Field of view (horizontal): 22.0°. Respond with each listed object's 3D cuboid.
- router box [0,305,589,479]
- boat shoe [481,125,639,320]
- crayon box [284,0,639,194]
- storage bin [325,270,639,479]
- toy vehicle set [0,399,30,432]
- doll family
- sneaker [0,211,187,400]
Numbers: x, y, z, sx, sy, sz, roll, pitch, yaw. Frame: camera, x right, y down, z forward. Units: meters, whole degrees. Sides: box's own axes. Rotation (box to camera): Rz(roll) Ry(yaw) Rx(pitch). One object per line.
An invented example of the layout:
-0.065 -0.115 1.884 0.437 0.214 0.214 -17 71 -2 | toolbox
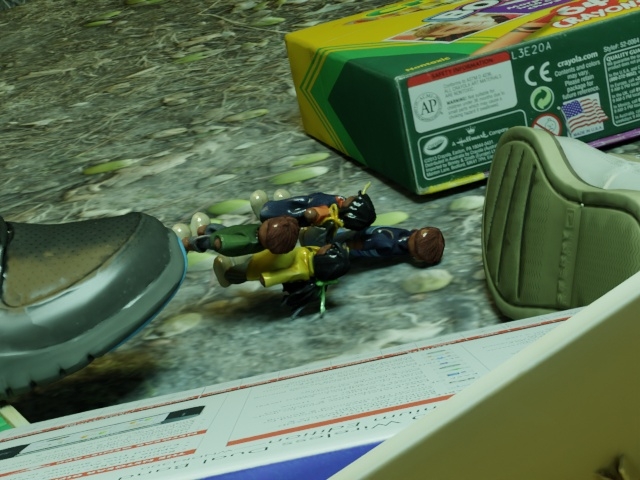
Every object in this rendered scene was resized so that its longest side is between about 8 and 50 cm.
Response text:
0.011 0.097 0.627 0.335 0.082 0.301 -12 1 1 | router box
0.172 0.004 0.931 0.103 0.113 0.302 6 13 -12 | boat shoe
0.187 -0.161 1.400 0.363 0.106 0.313 -16 18 -13 | crayon box
0.140 0.112 0.315 0.262 0.123 0.260 -35 36 10 | storage bin
-0.266 0.123 0.942 0.166 0.035 0.267 -20 19 -23 | toy vehicle set
0.000 0.000 1.088 0.111 0.076 0.193 -3 16 42 | doll family
-0.247 0.024 0.943 0.341 0.140 0.125 -14 16 -9 | sneaker
